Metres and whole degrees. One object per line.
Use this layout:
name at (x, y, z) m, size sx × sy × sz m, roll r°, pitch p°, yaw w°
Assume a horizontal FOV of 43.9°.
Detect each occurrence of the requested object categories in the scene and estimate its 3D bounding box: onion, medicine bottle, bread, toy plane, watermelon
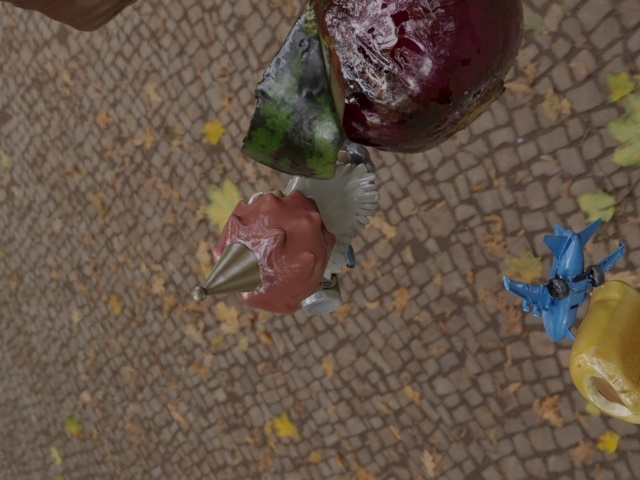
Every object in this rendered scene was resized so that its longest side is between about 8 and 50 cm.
onion at (0.130, -0.287, 1.031) m, size 0.282 × 0.336 × 0.260 m, roll 52°, pitch 135°, yaw 15°
medicine bottle at (0.000, 0.000, 1.216) m, size 0.061 × 0.092 × 0.221 m, roll 91°, pitch 169°, yaw -63°
bread at (0.378, 0.143, 1.000) m, size 0.134 × 0.173 × 0.085 m, roll 41°, pitch 139°, yaw 1°
toy plane at (0.455, 0.087, 1.473) m, size 0.105 × 0.254 × 0.271 m, roll -130°, pitch 28°, yaw -56°
watermelon at (-0.011, -0.103, 0.523) m, size 0.063 × 0.245 × 0.119 m, roll 11°, pitch 101°, yaw -3°

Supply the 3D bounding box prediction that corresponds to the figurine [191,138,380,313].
figurine at (-0.048, -0.007, 1.043) m, size 0.166 × 0.387 × 0.207 m, roll 17°, pitch 129°, yaw 26°

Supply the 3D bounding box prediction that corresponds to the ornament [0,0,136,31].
ornament at (-0.080, -0.252, 0.417) m, size 0.217 × 0.235 × 0.221 m, roll -15°, pitch 92°, yaw 23°
